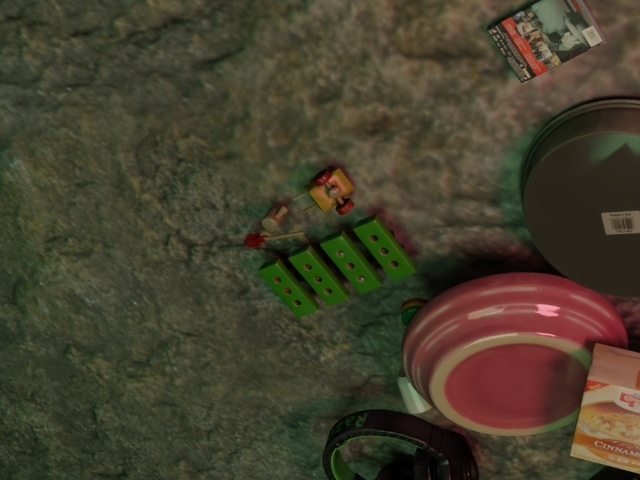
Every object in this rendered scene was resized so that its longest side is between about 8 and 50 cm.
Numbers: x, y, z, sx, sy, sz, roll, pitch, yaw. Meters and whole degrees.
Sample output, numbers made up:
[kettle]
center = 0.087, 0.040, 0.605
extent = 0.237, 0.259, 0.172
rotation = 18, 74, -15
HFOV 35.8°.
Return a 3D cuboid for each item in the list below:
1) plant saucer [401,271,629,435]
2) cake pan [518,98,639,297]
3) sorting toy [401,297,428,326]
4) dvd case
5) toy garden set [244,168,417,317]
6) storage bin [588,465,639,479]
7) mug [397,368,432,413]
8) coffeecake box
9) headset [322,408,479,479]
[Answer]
[plant saucer]
center = 0.284, 0.185, 1.454
extent = 0.332, 0.084, 0.332
rotation = 3, 135, 3
[cake pan]
center = 0.395, -0.041, 1.287
extent = 0.293, 0.054, 0.293
rotation = 16, 130, 19
[sorting toy]
center = 0.243, 0.153, 1.518
extent = 0.132, 0.046, 0.274
rotation = -24, 129, 27
[dvd case]
center = 0.276, -0.253, 1.218
extent = 0.119, 0.013, 0.087
rotation = -24, 113, 37
[toy garden set]
center = 0.000, 0.000, 1.521
extent = 0.244, 0.049, 0.204
rotation = -23, 116, 37
[storage bin]
center = 0.518, 0.413, 1.590
extent = 0.122, 0.084, 0.180
rotation = 32, 133, -2
[mug]
center = 0.163, 0.238, 1.637
extent = 0.062, 0.078, 0.064
rotation = 6, 127, 62
[coffeecake box]
center = 0.430, 0.238, 1.363
extent = 0.142, 0.068, 0.185
rotation = 12, 137, 16
[headset]
center = 0.178, 0.446, 1.699
extent = 0.394, 0.185, 0.243
rotation = 35, 133, -14
